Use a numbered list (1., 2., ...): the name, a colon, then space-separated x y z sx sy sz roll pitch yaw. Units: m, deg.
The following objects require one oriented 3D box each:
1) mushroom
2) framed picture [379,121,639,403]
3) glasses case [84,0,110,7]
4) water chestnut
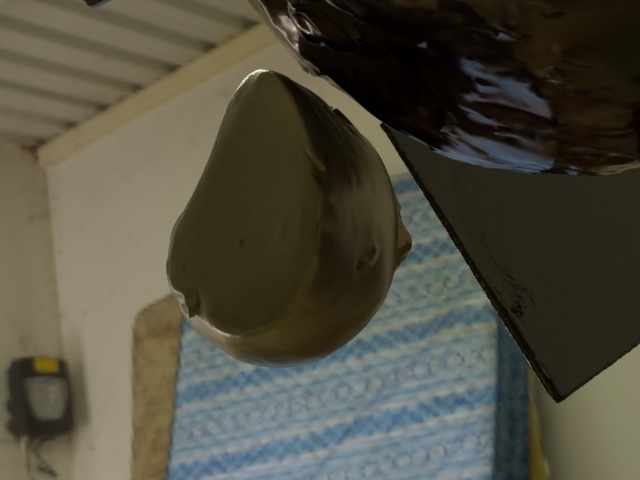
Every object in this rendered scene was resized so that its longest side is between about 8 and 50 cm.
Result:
1. mushroom: 0.000 0.000 0.503 0.093 0.116 0.225 10 -4 18
2. framed picture: 0.223 -0.042 0.913 0.324 0.244 0.013 -26 -8 -37
3. glasses case: -0.083 -0.222 0.728 0.191 0.072 0.042 -22 9 14
4. water chestnut: 0.084 -0.170 0.392 0.300 0.300 0.300 -9 -17 -3
